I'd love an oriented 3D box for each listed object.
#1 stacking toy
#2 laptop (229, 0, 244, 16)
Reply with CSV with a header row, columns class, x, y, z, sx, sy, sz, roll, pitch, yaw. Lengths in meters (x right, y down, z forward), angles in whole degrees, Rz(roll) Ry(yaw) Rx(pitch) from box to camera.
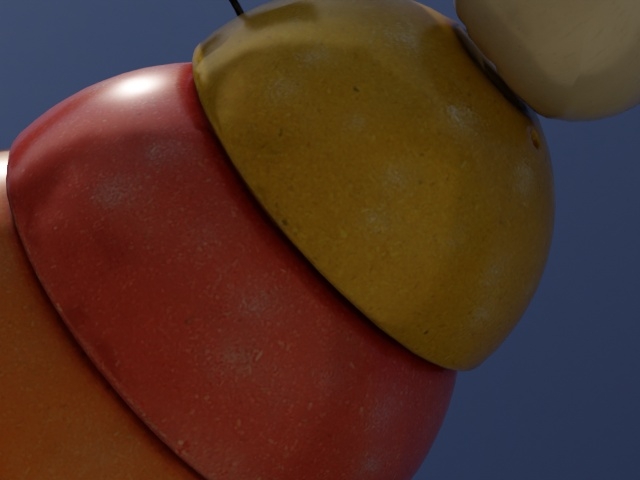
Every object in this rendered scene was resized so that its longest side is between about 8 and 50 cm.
class,x,y,z,sx,sy,sz,roll,pitch,yaw
stacking toy,0.000,0.000,0.942,0.480,0.350,0.350,-38,-106,17
laptop,-0.045,-0.274,1.115,0.137,0.234,0.264,26,-86,-5
